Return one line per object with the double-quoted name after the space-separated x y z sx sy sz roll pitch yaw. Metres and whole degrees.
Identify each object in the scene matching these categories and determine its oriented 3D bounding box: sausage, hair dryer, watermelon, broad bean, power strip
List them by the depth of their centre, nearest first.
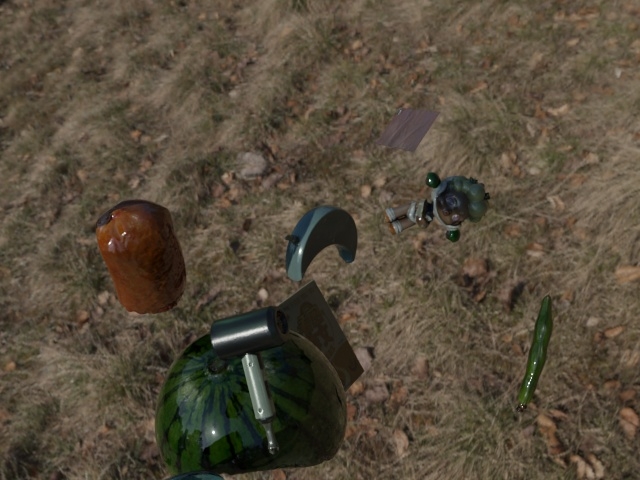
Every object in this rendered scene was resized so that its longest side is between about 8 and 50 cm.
-0.079 0.194 0.842 0.100 0.198 0.057 -15 -3 18 "hair dryer"
-0.121 0.241 1.021 0.330 0.189 0.331 0 45 0 "watermelon"
-0.338 0.031 1.177 0.141 0.268 0.153 -18 53 -17 "sausage"
0.000 0.000 1.455 0.054 0.168 0.253 17 19 37 "power strip"
0.517 0.270 1.469 0.043 0.060 0.298 15 85 10 "broad bean"

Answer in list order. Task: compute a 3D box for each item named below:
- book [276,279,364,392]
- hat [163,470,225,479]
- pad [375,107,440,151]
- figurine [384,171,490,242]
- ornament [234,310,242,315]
-0.006 0.272 1.618 0.020 0.296 0.208 -26 5 39 "book"
-0.201 0.363 0.781 0.191 0.138 0.078 -35 52 22 "hat"
0.208 -0.268 1.484 0.113 0.006 0.187 -56 27 -2 "pad"
0.219 -0.059 1.152 0.197 0.147 0.093 -22 21 8 "figurine"
-0.204 0.229 1.738 0.073 0.125 0.028 29 81 28 "ornament"
